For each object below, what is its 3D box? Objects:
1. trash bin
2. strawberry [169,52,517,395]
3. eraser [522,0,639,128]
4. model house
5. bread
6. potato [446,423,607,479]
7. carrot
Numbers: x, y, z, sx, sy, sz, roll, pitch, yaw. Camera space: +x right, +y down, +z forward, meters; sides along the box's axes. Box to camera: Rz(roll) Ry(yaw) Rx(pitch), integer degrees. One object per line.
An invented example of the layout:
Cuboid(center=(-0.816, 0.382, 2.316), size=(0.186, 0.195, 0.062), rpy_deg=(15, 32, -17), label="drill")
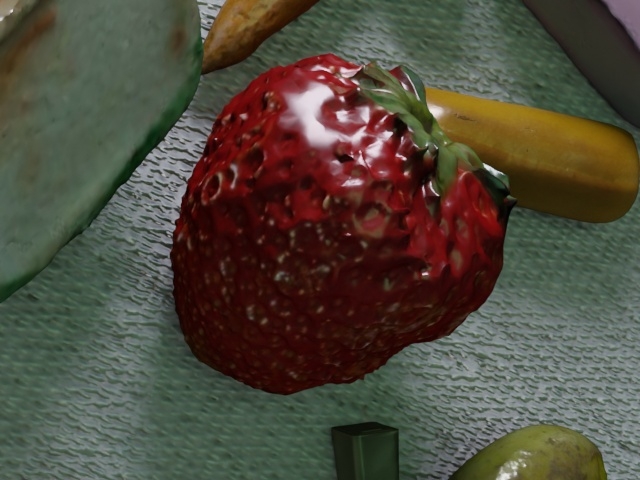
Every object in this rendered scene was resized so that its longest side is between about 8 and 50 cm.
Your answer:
Cuboid(center=(0.040, 0.204, 1.244), size=(0.043, 0.061, 0.092), rpy_deg=(-3, 91, -20), label="trash bin")
Cuboid(center=(0.000, 0.000, 1.156), size=(0.257, 0.257, 0.277), rpy_deg=(37, 107, -15), label="strawberry")
Cuboid(center=(0.356, -0.302, 1.347), size=(0.359, 0.122, 0.272), rpy_deg=(-47, 105, -14), label="eraser")
Cuboid(center=(-0.279, -0.157, 1.060), size=(0.280, 0.245, 0.312), rpy_deg=(19, 50, 23), label="model house")
Cuboid(center=(0.172, -0.075, 1.296), size=(0.239, 0.074, 0.092), rpy_deg=(10, 90, -18), label="bread")
Cuboid(center=(0.139, 0.281, 1.225), size=(0.298, 0.141, 0.176), rpy_deg=(-48, 145, -12), label="potato")
Cuboid(center=(-0.034, -0.209, 1.233), size=(0.072, 0.072, 0.205), rpy_deg=(44, 80, -13), label="carrot")
